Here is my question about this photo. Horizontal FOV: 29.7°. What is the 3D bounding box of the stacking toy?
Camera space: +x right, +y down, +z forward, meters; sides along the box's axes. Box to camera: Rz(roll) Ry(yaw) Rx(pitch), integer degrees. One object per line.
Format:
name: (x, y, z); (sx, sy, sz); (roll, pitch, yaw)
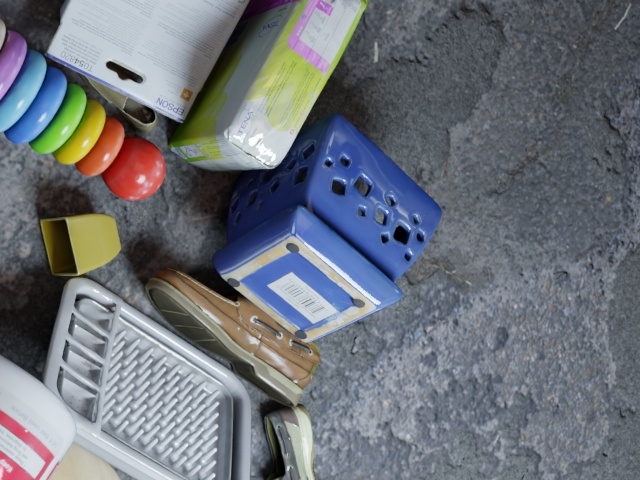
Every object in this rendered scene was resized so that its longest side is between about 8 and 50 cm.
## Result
stacking toy: (-0.349, -0.157, 1.625); (0.330, 0.141, 0.141); (35, 75, -28)

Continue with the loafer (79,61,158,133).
loafer: (-0.279, -0.213, 1.699); (0.148, 0.050, 0.056); (44, 72, -21)

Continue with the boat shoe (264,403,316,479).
boat shoe: (-0.048, 0.360, 1.819); (0.073, 0.080, 0.223); (-4, 87, -22)

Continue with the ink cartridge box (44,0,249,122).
ink cartridge box: (-0.235, -0.308, 1.662); (0.223, 0.045, 0.224); (26, 99, -26)

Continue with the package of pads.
package of pads: (-0.074, -0.236, 1.706); (0.101, 0.229, 0.296); (33, 77, -24)

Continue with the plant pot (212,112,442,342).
plant pot: (0.000, 0.000, 1.710); (0.236, 0.236, 0.212); (41, 46, -21)

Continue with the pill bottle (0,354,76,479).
pill bottle: (-0.468, 0.316, 1.327); (0.229, 0.229, 0.407); (42, 63, -22)

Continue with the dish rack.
dish rack: (-0.241, 0.223, 1.639); (0.333, 0.285, 0.072); (36, 115, -23)

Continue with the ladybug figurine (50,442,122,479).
ladybug figurine: (-0.387, 0.463, 1.584); (0.305, 0.162, 0.449); (2, 90, -27)

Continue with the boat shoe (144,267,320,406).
boat shoe: (-0.124, 0.120, 1.763); (0.307, 0.111, 0.104); (44, 68, -32)

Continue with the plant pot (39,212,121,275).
plant pot: (-0.325, 0.000, 1.666); (0.083, 0.081, 0.081); (-16, 98, -39)
